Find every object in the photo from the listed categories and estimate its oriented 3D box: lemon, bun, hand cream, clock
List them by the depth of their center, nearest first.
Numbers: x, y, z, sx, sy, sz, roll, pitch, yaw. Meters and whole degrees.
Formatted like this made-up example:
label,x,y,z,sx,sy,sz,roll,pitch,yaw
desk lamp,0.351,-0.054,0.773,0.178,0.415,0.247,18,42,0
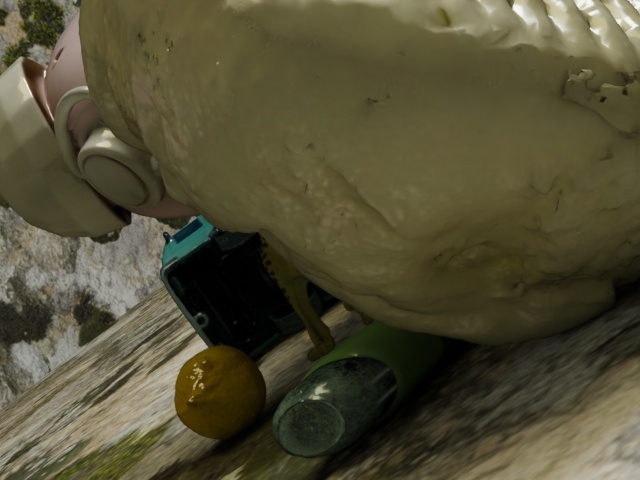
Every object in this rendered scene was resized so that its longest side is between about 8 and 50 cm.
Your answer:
label,x,y,z,sx,sy,sz,roll,pitch,yaw
bun,0.053,-0.081,0.743,0.360,0.359,0.211,-43,-23,-58
hand cream,0.036,0.068,0.808,0.095,0.046,0.175,-33,-1,34
lemon,-0.071,0.106,1.012,0.065,0.065,0.092,-34,-4,14
clock,-0.066,-0.143,1.059,0.342,0.184,0.326,-10,39,47

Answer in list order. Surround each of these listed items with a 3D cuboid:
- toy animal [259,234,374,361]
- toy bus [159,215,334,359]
label,x,y,z,sx,sy,sz,roll,pitch,yaw
toy animal,0.000,0.000,1.131,0.073,0.136,0.181,-33,5,20
toy bus,-0.019,-0.010,1.328,0.256,0.128,0.147,-36,15,-3
